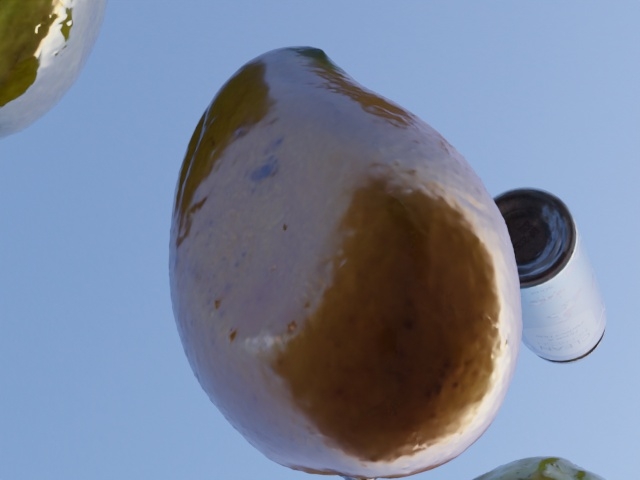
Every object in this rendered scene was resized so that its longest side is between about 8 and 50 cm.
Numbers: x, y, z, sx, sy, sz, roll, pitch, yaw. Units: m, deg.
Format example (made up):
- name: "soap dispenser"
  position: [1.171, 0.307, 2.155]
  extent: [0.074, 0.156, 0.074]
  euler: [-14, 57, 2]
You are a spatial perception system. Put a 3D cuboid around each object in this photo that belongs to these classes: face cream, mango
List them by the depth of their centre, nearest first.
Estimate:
- name: "mango"
  position: [-0.002, 0.007, 0.371]
  extent: [0.089, 0.165, 0.115]
  euler: [15, -72, -40]
- name: "face cream"
  position: [0.170, 0.037, 0.861]
  extent: [0.075, 0.075, 0.229]
  euler: [-48, -29, -3]

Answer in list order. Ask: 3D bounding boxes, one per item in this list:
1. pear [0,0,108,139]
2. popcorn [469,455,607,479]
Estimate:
- name: "pear"
  position: [-0.229, -0.198, 0.614]
  extent: [0.269, 0.269, 0.321]
  euler: [-5, -91, -15]
- name: "popcorn"
  position: [0.100, 0.314, 0.825]
  extent: [0.292, 0.293, 0.334]
  euler: [-26, -64, -3]
